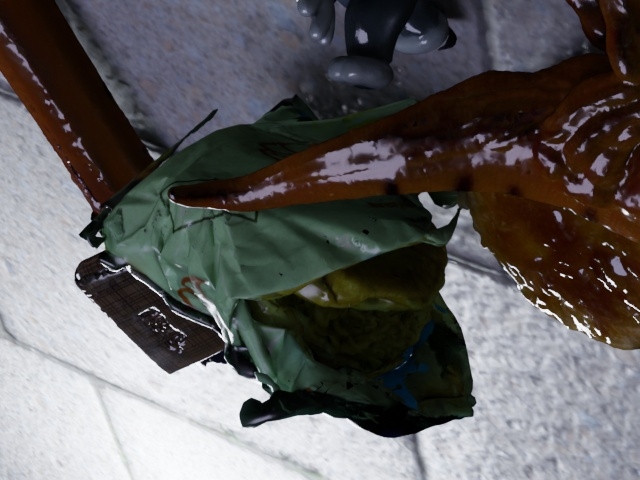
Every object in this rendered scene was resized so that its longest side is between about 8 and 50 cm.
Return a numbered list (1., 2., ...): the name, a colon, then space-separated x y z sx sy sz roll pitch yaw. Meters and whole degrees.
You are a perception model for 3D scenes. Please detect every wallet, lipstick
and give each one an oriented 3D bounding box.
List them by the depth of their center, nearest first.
1. wallet: -0.074 0.021 1.502 0.230 0.042 0.124 -28 117 30
2. lipstick: -0.172 -0.068 1.533 0.077 0.077 0.418 2 131 47

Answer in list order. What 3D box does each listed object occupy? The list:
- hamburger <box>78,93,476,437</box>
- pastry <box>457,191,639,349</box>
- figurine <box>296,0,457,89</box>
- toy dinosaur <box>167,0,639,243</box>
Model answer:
1. hamburger: 0.008 -0.001 1.266 0.276 0.260 0.150 44 123 25
2. pastry: 0.176 -0.026 1.191 0.182 0.093 0.192 47 151 1
3. figurine: 0.018 -0.185 1.117 0.140 0.193 0.265 -36 130 22
4. toy dinosaur: 0.142 -0.081 1.056 0.432 0.097 0.208 13 105 13
